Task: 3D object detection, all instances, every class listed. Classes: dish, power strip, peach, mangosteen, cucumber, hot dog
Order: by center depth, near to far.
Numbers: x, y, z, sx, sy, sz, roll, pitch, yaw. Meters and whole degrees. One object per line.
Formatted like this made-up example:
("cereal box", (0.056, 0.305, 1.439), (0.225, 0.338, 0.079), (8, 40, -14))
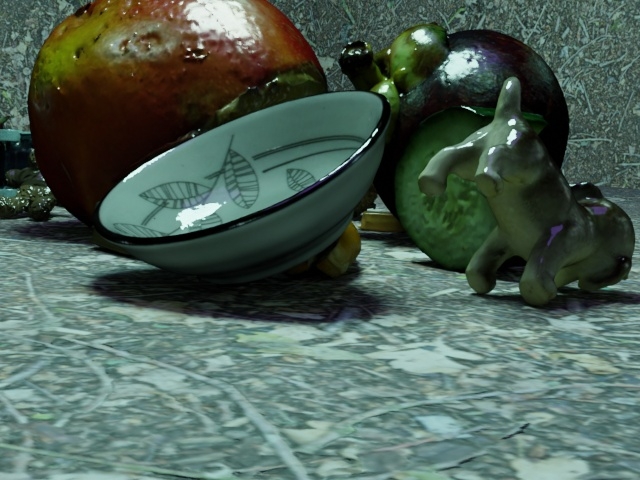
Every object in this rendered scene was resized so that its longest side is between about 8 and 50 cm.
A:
("dish", (-0.061, -0.038, 0.979), (0.316, 0.106, 0.316), (-19, 22, 8))
("hot dog", (0.000, 0.000, 1.115), (0.092, 0.062, 0.236), (-1, 6, 1))
("cucumber", (0.182, -0.054, 1.160), (0.130, 0.191, 0.191), (-1, 8, -28))
("peach", (-0.189, -0.180, 1.350), (0.416, 0.353, 0.339), (8, 8, 24))
("mangosteen", (0.186, -0.147, 1.402), (0.329, 0.330, 0.330), (2, 7, 0))
("power strip", (0.146, -0.027, 1.542), (0.178, 0.028, 0.049), (4, 6, 8))

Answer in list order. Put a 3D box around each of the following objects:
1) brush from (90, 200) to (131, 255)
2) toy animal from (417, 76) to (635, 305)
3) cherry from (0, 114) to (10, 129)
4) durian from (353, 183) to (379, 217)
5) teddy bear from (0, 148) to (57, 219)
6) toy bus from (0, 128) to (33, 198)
("brush", (-0.173, -0.013, 1.169), (0.123, 0.059, 0.197), (-6, 9, -43))
("toy animal", (0.208, -0.024, 0.977), (0.169, 0.233, 0.121), (-47, 20, -25))
("cherry", (-0.725, -0.198, 1.883), (0.296, 0.218, 0.255), (-2, 12, 9))
("durian", (0.031, -0.086, 1.713), (0.148, 0.091, 0.188), (7, -14, 43))
("teddy bear", (-0.435, -0.078, 1.542), (0.119, 0.078, 0.160), (5, 46, 5))
("toy bus", (-0.460, -0.131, 1.785), (0.271, 0.133, 0.165), (2, 2, 12))
